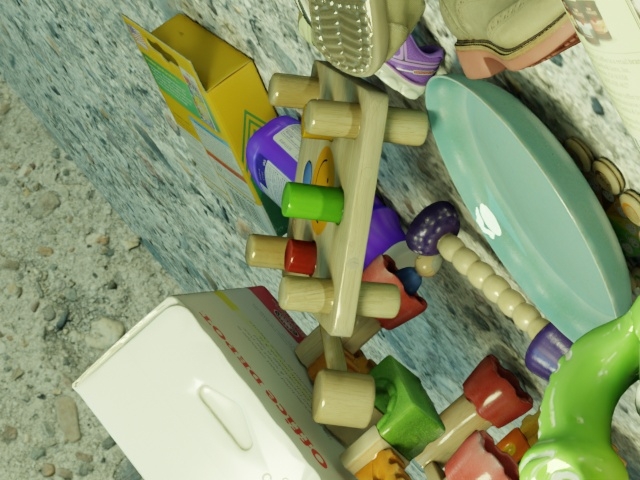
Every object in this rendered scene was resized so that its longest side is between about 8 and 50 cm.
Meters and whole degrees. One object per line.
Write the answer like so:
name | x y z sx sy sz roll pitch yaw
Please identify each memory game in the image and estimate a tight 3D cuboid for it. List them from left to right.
memory game | 0.263 -0.022 1.662 0.186 0.012 0.186 50 166 17

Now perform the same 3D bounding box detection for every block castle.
block castle | 0.176 0.227 1.966 0.303 0.213 0.453 43 -169 -29

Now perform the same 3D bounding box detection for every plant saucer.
plant saucer | 0.206 -0.031 1.710 0.318 0.043 0.317 56 171 14

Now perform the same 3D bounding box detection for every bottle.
bottle | 0.019 -0.042 2.237 0.283 0.092 0.118 43 163 35

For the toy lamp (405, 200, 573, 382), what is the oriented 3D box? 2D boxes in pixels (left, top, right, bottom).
toy lamp | 0.203 0.065 1.933 0.275 0.080 0.080 46 164 35

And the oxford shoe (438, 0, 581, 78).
oxford shoe | 0.157 -0.207 1.353 0.130 0.123 0.348 61 164 -6

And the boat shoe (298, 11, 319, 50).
boat shoe | 0.020 -0.240 1.814 0.073 0.080 0.223 45 170 11

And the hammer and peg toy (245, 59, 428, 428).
hammer and peg toy | 0.000 0.000 1.891 0.266 0.127 0.361 -133 50 -71

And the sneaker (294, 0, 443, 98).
sneaker | 0.047 -0.208 1.738 0.170 0.071 0.068 30 -167 -24

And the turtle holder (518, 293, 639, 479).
turtle holder | 0.306 0.104 1.156 0.243 0.320 0.227 112 159 -56

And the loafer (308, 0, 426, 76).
loafer | 0.037 -0.270 1.470 0.102 0.092 0.269 24 131 31

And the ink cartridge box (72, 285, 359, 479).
ink cartridge box | -0.083 0.206 2.032 0.279 0.160 0.384 50 -170 9

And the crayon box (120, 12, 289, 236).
crayon box | -0.135 -0.175 2.441 0.203 0.083 0.323 38 160 48

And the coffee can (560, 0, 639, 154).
coffee can | 0.244 -0.151 1.031 0.275 0.201 0.201 59 165 -21
